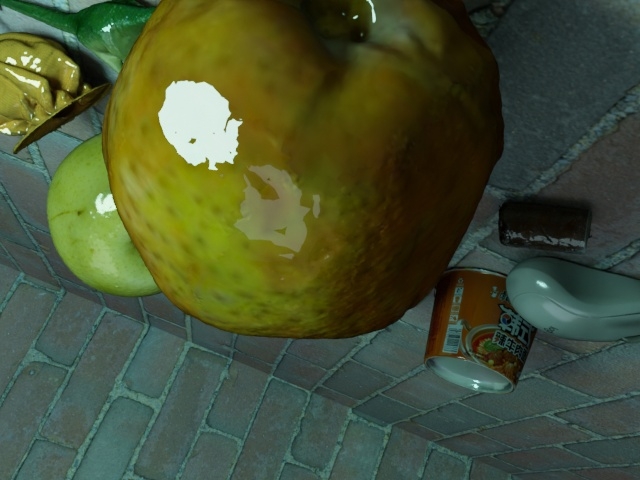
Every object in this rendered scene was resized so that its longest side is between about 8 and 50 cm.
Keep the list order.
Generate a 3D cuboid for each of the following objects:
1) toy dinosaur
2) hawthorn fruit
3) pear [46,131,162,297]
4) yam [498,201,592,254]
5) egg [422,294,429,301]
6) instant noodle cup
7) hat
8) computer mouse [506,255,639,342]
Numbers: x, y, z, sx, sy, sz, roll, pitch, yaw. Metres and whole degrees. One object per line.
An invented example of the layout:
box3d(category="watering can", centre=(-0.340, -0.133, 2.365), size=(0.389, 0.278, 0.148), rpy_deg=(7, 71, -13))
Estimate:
box3d(category="toy dinosaur", centre=(-0.354, -0.352, 0.993), size=(0.301, 0.087, 0.447), rpy_deg=(41, 154, -18))
box3d(category="hawthorn fruit", centre=(-0.006, -0.116, 0.733), size=(0.472, 0.471, 0.471), rpy_deg=(18, 156, 8))
box3d(category="pear", centre=(-0.358, -0.057, 1.302), size=(0.349, 0.348, 0.348), rpy_deg=(18, 156, 8))
box3d(category="yam", centre=(0.361, -0.020, 1.075), size=(0.141, 0.079, 0.079), rpy_deg=(7, 152, 30))
box3d(category="egg", centre=(0.099, 0.067, 1.356), size=(0.264, 0.182, 0.183), rpy_deg=(7, 153, 18))
box3d(category="instant noodle cup", centre=(0.337, 0.198, 1.417), size=(0.250, 0.192, 0.250), rpy_deg=(19, 156, 9))
box3d(category="hat", centre=(-0.520, -0.309, 1.166), size=(0.234, 0.244, 0.233), rpy_deg=(-26, 108, 30))
box3d(category="computer mouse", centre=(0.488, 0.127, 1.229), size=(0.297, 0.121, 0.184), rpy_deg=(21, 155, 6))
